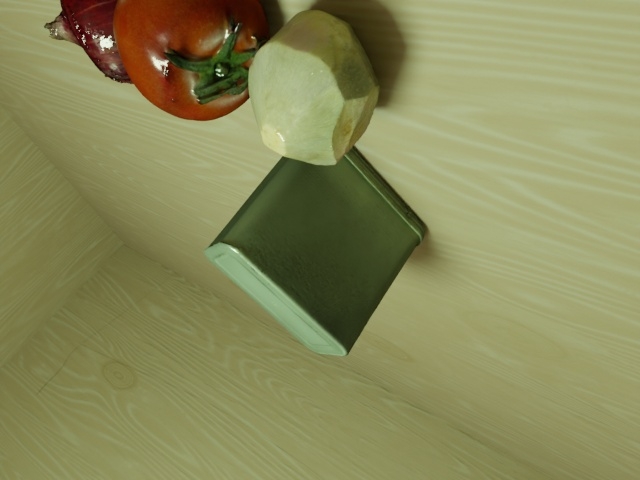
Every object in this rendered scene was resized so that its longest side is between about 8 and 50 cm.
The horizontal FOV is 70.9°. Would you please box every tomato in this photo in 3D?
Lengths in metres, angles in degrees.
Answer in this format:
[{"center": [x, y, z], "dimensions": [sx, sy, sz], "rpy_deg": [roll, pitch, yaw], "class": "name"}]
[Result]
[{"center": [-0.212, -0.335, 0.759], "dimensions": [0.224, 0.255, 0.256], "rpy_deg": [44, 158, 20], "class": "tomato"}]

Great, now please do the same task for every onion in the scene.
[{"center": [-0.410, -0.427, 0.863], "dimensions": [0.252, 0.218, 0.252], "rpy_deg": [169, 90, -80], "class": "onion"}]

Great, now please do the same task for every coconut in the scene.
[{"center": [-0.016, -0.232, 0.705], "dimensions": [0.197, 0.237, 0.237], "rpy_deg": [35, 155, 6], "class": "coconut"}]

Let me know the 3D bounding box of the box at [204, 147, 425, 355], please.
[{"center": [0.000, 0.000, 0.941], "dimensions": [0.352, 0.344, 0.177], "rpy_deg": [45, 151, -16], "class": "box"}]
